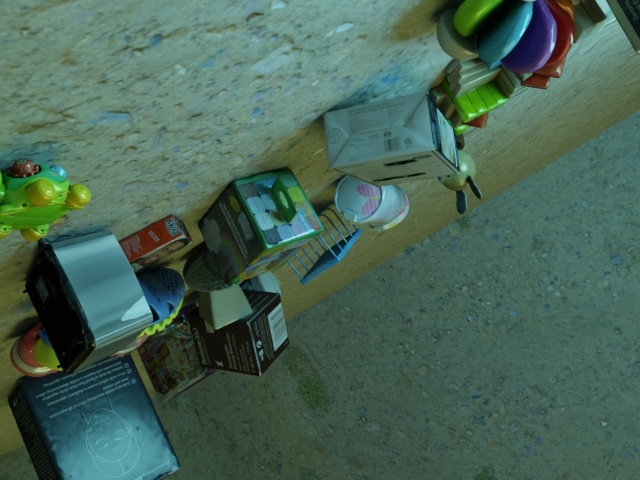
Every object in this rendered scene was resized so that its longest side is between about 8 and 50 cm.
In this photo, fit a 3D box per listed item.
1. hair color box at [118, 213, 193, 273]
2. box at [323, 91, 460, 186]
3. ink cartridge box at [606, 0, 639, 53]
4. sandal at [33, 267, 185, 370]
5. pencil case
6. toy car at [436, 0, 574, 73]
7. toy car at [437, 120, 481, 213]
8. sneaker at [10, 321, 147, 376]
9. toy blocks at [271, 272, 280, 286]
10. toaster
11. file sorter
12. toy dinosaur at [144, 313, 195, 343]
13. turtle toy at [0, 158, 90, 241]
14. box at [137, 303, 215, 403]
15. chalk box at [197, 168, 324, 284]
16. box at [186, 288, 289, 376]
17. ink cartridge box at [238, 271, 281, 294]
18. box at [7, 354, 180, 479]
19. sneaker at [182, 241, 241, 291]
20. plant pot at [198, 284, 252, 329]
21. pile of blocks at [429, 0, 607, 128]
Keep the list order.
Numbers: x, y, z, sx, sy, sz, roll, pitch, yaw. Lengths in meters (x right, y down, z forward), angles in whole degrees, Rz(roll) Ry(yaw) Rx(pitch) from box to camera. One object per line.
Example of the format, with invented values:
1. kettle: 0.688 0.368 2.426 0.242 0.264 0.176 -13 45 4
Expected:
1. hair color box: -0.292 0.013 1.010 0.141 0.043 0.072 -28 168 -3
2. box: 0.130 -0.158 1.014 0.169 0.087 0.290 -8 176 21
3. ink cartridge box: 0.414 -0.332 0.765 0.088 0.193 0.234 -33 168 36
4. sandal: -0.371 0.114 1.109 0.317 0.126 0.138 -32 138 -54
5. pencil case: 0.121 -0.088 1.382 0.124 0.113 0.273 -53 164 9
6. toy car: 0.253 -0.278 0.767 0.181 0.136 0.159 -20 167 -36
7. toy car: 0.264 -0.148 1.260 0.148 0.189 0.155 -25 169 -18
8. sneaker: -0.447 0.180 1.213 0.313 0.116 0.136 -19 165 -39
9. toy blocks: -0.212 0.158 1.863 0.148 0.054 0.123 -32 169 20
10. toaster: -0.349 0.087 0.893 0.110 0.168 0.185 -22 169 -41
11. file sorter: 0.000 0.000 1.394 0.118 0.105 0.170 -34 -173 31
12. toy dinosaur: -0.419 0.200 1.427 0.160 0.121 0.313 -22 171 20
13. turtle toy: -0.310 -0.048 0.618 0.095 0.066 0.130 -31 168 17
14. box: -0.425 0.342 1.792 0.293 0.201 0.057 -36 166 37
15. chalk box: -0.096 -0.034 1.046 0.132 0.133 0.213 -18 167 -41
16. box: -0.218 0.243 1.635 0.203 0.169 0.167 2 -155 27
17. ink cartridge box: -0.192 0.148 1.743 0.135 0.099 0.056 -36 165 33
18. box: -0.619 0.526 1.643 0.293 0.396 0.212 -18 165 -41
19. sneaker: -0.147 0.022 1.265 0.297 0.111 0.129 -27 175 0
20. plant pot: -0.252 0.146 1.531 0.109 0.096 0.109 -23 -154 -26
21. pile of blocks: 0.309 -0.276 0.982 0.148 0.113 0.362 -21 167 -34
